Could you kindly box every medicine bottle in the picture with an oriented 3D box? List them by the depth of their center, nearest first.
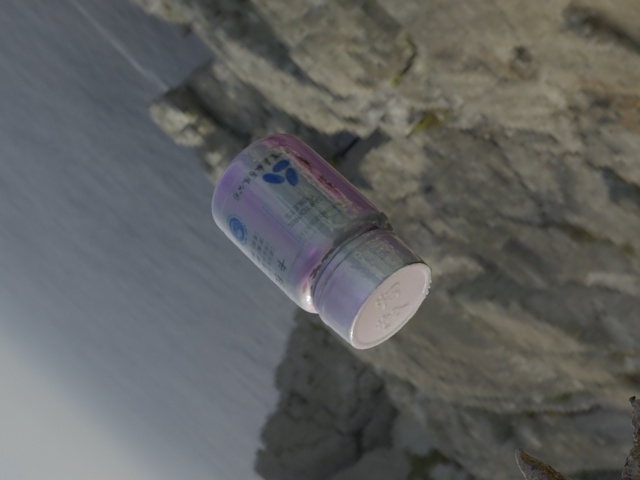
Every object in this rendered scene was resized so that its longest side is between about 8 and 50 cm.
[{"bbox_3d":[0.000,0.000,1.570,0.254,0.152,0.152,44,169,30],"label":"medicine bottle"}]

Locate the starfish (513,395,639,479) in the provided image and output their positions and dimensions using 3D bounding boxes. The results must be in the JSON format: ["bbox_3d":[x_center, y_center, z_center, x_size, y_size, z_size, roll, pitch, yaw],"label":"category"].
[{"bbox_3d":[0.254,0.225,1.087,0.062,0.236,0.277,45,-179,-24],"label":"starfish"}]
